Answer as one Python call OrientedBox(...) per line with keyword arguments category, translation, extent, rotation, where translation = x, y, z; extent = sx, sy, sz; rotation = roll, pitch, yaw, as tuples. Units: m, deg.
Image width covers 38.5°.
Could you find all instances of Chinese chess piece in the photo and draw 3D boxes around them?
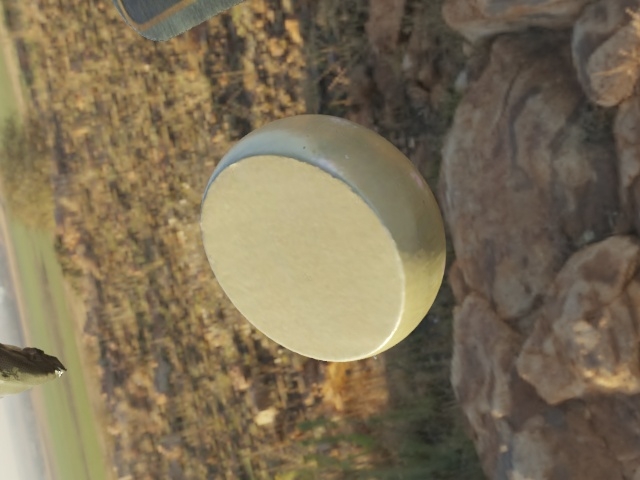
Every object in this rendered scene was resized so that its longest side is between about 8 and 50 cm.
OrientedBox(category="Chinese chess piece", translation=(0.000, 0.000, 0.958), extent=(0.273, 0.102, 0.273), rotation=(18, 127, 25))

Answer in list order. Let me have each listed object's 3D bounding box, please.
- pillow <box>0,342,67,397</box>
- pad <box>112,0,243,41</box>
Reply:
OrientedBox(category="pillow", translation=(-0.324, 0.077, 0.668), extent=(0.169, 0.255, 0.059), rotation=(35, -115, -64))
OrientedBox(category="pad", translation=(-0.097, -0.267, 0.323), extent=(0.315, 0.063, 0.376), rotation=(-8, 109, 53))
